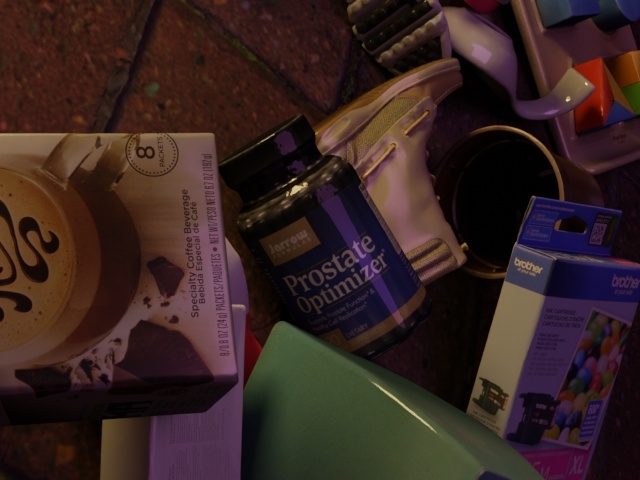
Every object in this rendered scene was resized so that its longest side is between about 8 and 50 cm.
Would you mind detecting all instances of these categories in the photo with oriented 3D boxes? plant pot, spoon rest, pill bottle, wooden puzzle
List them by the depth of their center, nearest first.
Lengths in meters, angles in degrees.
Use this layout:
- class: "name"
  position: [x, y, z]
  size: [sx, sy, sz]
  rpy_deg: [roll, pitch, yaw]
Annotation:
- class: "plant pot"
  position: [0.053, 0.195, 0.856]
  size: [0.165, 0.234, 0.166]
  rpy_deg: [28, 85, -38]
- class: "pill bottle"
  position: [0.000, 0.000, 1.014]
  size: [0.219, 0.122, 0.123]
  rpy_deg: [58, 42, -10]
- class: "plant pot"
  position: [0.236, -0.037, 1.257]
  size: [0.165, 0.167, 0.167]
  rpy_deg: [5, 69, -53]
- class: "spoon rest"
  position: [0.227, -0.213, 1.367]
  size: [0.276, 0.084, 0.137]
  rpy_deg: [17, 25, -39]
- class: "wooden puzzle"
  position: [0.400, -0.280, 1.583]
  size: [0.322, 0.080, 0.348]
  rpy_deg: [-18, 86, -48]

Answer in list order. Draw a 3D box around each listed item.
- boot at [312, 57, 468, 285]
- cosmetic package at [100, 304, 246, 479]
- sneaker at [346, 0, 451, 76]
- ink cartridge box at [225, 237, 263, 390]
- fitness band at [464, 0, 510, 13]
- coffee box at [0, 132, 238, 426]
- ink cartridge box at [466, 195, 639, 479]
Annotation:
- class: "boot"
  position: [0.098, -0.067, 1.159]
  size: [0.262, 0.095, 0.203]
  rpy_deg: [-37, 99, -41]
- class: "cosmetic package"
  position: [-0.113, 0.166, 0.826]
  size: [0.099, 0.060, 0.239]
  rpy_deg: [9, 81, -52]
- class: "sneaker"
  position: [0.067, -0.317, 1.245]
  size: [0.292, 0.110, 0.118]
  rpy_deg: [58, 32, -12]
- class: "ink cartridge box"
  position: [-0.112, 0.091, 0.912]
  size: [0.225, 0.056, 0.181]
  rpy_deg: [54, 44, -12]
- class: "fitness band"
  position: [0.145, -0.379, 1.318]
  size: [0.291, 0.054, 0.209]
  rpy_deg: [17, 42, -60]
- class: "coffee box"
  position: [-0.214, 0.029, 0.693]
  size: [0.297, 0.119, 0.168]
  rpy_deg: [-2, 72, -17]
- class: "ink cartridge box"
  position: [0.248, 0.116, 1.153]
  size: [0.185, 0.065, 0.311]
  rpy_deg: [6, 99, -44]
